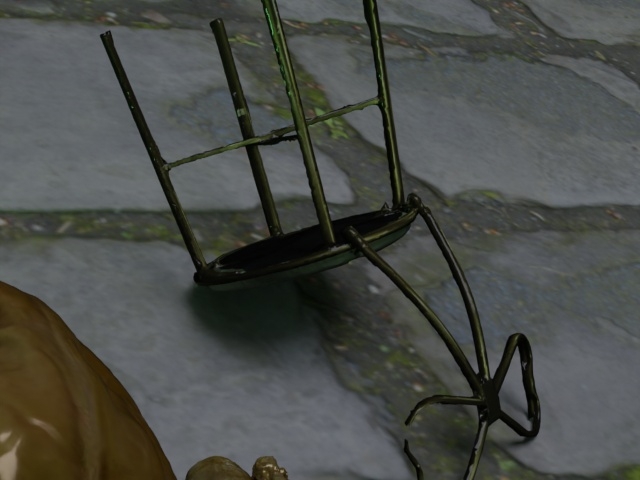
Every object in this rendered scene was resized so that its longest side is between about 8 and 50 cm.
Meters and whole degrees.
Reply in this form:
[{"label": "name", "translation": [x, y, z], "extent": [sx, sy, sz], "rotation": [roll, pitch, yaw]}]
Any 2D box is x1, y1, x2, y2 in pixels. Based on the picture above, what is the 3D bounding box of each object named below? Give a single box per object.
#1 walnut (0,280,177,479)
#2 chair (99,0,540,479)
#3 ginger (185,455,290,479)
[{"label": "walnut", "translation": [-0.156, 0.109, 0.606], "extent": [0.193, 0.193, 0.225], "rotation": [-3, 36, -38]}, {"label": "chair", "translation": [0.000, 0.000, 0.933], "extent": [0.160, 0.170, 0.325], "rotation": [-26, 100, -58]}, {"label": "ginger", "translation": [-0.002, 0.190, 0.707], "extent": [0.193, 0.052, 0.176], "rotation": [28, 30, 4]}]
